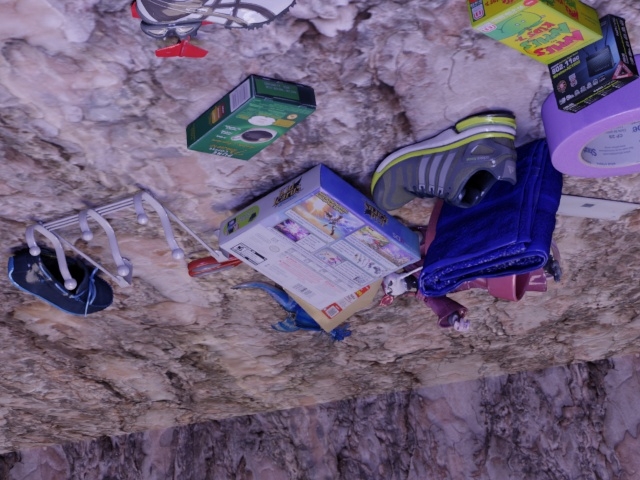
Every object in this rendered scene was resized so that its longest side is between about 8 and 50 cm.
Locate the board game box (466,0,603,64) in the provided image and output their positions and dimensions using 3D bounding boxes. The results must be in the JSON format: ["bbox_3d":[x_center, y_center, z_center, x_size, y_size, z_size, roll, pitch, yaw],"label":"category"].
[{"bbox_3d":[0.284,-0.291,1.521,0.092,0.043,0.181,-24,155,37],"label":"board game box"}]

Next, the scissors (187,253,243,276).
[{"bbox_3d":[-0.126,0.022,2.287,0.297,0.021,0.109,-16,166,5],"label":"scissors"}]

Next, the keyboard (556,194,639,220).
[{"bbox_3d":[0.529,-0.068,2.315,0.256,0.014,0.072,4,152,-33],"label":"keyboard"}]

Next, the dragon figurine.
[{"bbox_3d":[-0.046,0.142,2.317,0.085,0.144,0.289,-1,178,44],"label":"dragon figurine"}]

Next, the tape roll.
[{"bbox_3d":[0.492,-0.193,1.823,0.275,0.090,0.275,-8,161,-3],"label":"tape roll"}]

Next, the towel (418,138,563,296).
[{"bbox_3d":[0.283,-0.046,1.910,0.228,0.308,0.076,-17,119,29],"label":"towel"}]

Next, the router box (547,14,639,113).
[{"bbox_3d":[0.379,-0.245,1.617,0.038,0.092,0.122,7,155,-38],"label":"router box"}]

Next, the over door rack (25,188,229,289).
[{"bbox_3d":[-0.331,0.022,2.058,0.240,0.108,0.324,-14,160,19],"label":"over door rack"}]

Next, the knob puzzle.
[{"bbox_3d":[0.041,0.070,2.255,0.213,0.030,0.213,-12,128,-16],"label":"knob puzzle"}]

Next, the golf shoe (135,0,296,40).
[{"bbox_3d":[-0.112,-0.288,1.313,0.198,0.077,0.094,-17,148,-11],"label":"golf shoe"}]

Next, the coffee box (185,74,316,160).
[{"bbox_3d":[-0.105,-0.176,1.686,0.113,0.040,0.184,7,155,-36],"label":"coffee box"}]

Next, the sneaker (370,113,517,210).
[{"bbox_3d":[0.200,-0.103,1.901,0.111,0.121,0.300,10,153,-41],"label":"sneaker"}]

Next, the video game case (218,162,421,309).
[{"bbox_3d":[0.000,0.000,2.050,0.244,0.061,0.269,-28,134,32],"label":"video game case"}]

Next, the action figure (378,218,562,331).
[{"bbox_3d":[0.275,0.037,2.320,0.370,0.248,0.276,-17,-174,20],"label":"action figure"}]

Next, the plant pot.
[{"bbox_3d":[0.296,-0.004,2.109,0.180,0.201,0.201,12,168,21],"label":"plant pot"}]

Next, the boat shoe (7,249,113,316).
[{"bbox_3d":[-0.470,0.083,2.177,0.089,0.109,0.258,-22,159,25],"label":"boat shoe"}]

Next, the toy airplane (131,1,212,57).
[{"bbox_3d":[-0.165,-0.264,1.428,0.151,0.028,0.151,-9,161,-3],"label":"toy airplane"}]
